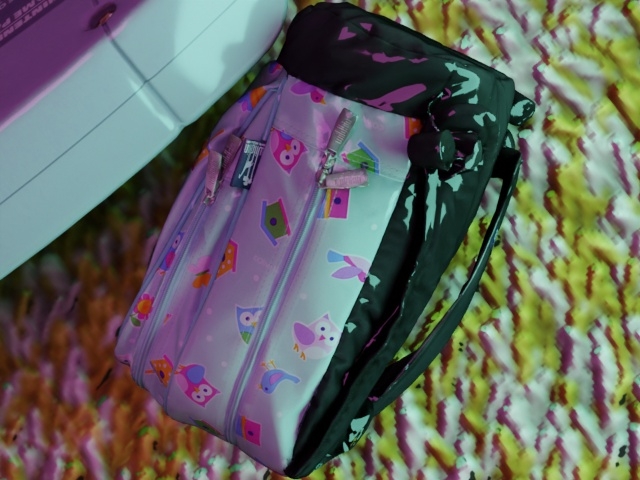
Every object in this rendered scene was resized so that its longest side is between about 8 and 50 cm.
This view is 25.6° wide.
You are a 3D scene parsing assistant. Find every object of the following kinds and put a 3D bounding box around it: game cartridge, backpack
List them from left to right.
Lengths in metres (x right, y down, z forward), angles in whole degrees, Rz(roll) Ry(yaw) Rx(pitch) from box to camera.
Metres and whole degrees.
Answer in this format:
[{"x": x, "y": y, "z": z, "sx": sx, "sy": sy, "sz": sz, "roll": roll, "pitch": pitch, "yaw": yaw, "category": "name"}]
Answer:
[{"x": -0.154, "y": -0.046, "z": 0.566, "sx": 0.297, "sy": 0.062, "sz": 0.198, "roll": -35, "pitch": 38, "yaw": 5, "category": "game cartridge"}, {"x": 0.000, "y": 0.000, "z": 0.563, "sx": 0.115, "sy": 0.152, "sz": 0.182, "roll": 29, "pitch": 102, "yaw": 16, "category": "backpack"}]
